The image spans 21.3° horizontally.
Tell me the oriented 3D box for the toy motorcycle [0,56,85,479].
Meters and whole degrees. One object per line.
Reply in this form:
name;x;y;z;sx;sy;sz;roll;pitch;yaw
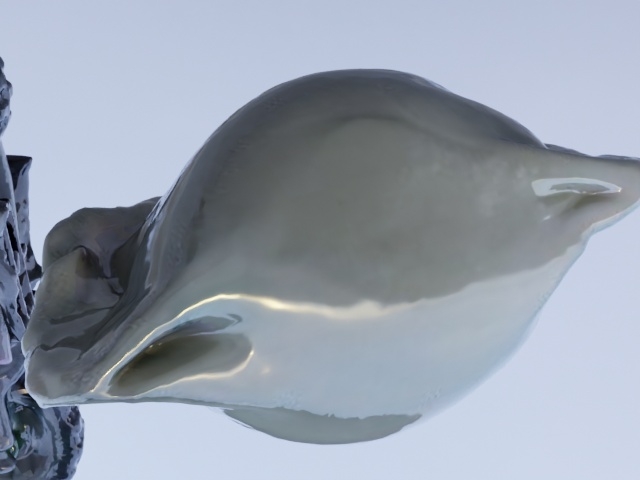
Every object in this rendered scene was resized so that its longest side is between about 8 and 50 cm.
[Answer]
toy motorcycle;-0.261;0.026;1.058;0.188;0.327;0.143;-8;-159;1

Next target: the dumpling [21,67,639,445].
dumpling;0.000;0.000;0.593;0.228;0.124;0.151;-14;-160;-18
